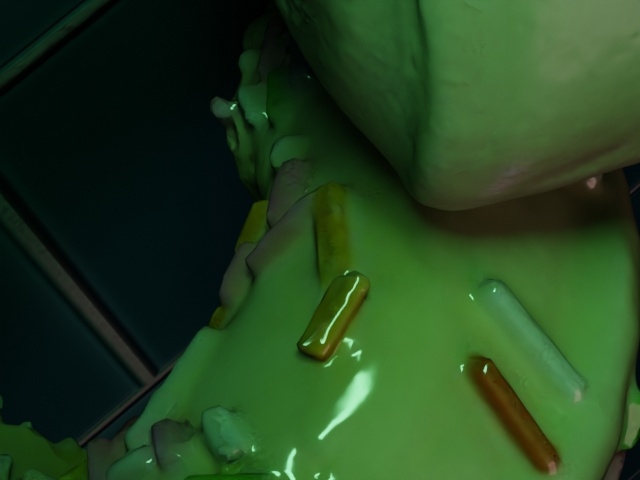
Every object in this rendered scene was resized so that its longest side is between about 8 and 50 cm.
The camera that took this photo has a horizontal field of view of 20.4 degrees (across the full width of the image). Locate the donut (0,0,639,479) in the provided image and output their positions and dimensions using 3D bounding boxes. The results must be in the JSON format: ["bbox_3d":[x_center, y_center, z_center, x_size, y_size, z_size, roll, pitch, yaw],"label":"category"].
[{"bbox_3d":[-0.039,0.072,0.680,0.371,0.307,0.150,-45,122,9],"label":"donut"}]

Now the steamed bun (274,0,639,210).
[{"bbox_3d":[0.090,-0.131,0.526,0.225,0.200,0.170,-21,167,-6],"label":"steamed bun"}]
